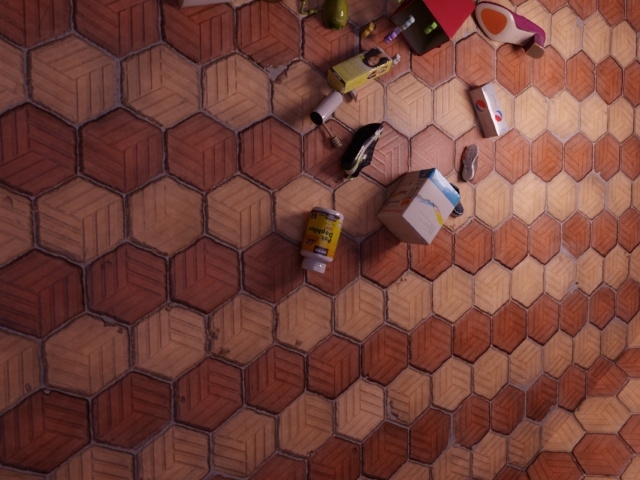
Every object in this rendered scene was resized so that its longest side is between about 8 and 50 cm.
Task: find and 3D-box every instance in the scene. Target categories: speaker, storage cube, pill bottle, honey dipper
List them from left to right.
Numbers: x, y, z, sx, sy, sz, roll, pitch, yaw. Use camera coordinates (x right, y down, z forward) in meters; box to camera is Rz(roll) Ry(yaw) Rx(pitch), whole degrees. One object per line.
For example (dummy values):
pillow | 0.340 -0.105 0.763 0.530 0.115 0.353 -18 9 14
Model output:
pill bottle | 0.000 0.000 1.522 0.117 0.117 0.215 17 85 -26
honey dipper | 0.020 -0.395 1.557 0.030 0.030 0.161 -43 108 -18
speaker | 0.021 -0.454 1.522 0.055 0.055 0.136 48 59 -20
storage cube | 0.413 -0.840 1.638 0.215 0.183 0.193 43 74 -21

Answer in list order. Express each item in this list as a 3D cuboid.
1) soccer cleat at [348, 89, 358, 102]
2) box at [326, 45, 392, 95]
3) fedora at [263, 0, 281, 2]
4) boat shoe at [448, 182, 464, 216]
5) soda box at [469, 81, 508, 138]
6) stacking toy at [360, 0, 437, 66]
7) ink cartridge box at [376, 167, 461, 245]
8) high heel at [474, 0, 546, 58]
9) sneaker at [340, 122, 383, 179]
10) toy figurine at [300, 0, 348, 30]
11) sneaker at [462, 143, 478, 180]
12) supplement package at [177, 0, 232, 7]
soccer cleat | 0.111 -0.534 1.596 0.035 0.029 0.083 -21 98 -15
box | 0.139 -0.603 1.571 0.232 0.058 0.087 -34 76 -20
fedora | -0.125 -0.833 1.407 0.079 0.194 0.195 1 93 -62
boat shoe | 0.540 -0.162 1.795 0.183 0.083 0.065 42 75 -22
soda box | 0.704 -0.543 1.858 0.069 0.074 0.216 -32 107 -21
stacking toy | 0.277 -0.747 1.573 0.167 0.221 0.052 39 43 -23
ink cartridge box | 0.364 -0.124 1.663 0.168 0.171 0.233 42 75 -22
high heel | 0.802 -0.922 1.891 0.377 0.127 0.182 27 52 -21
sneaker | 0.154 -0.324 1.616 0.235 0.084 0.097 -53 136 -13
toy figurine | 0.074 -0.916 1.449 0.191 0.217 0.363 12 87 -26
sneaker | 0.629 -0.322 1.856 0.064 0.061 0.158 16 87 -53
supplement package | -0.353 -0.855 1.265 0.177 0.175 0.293 -21 102 -25
